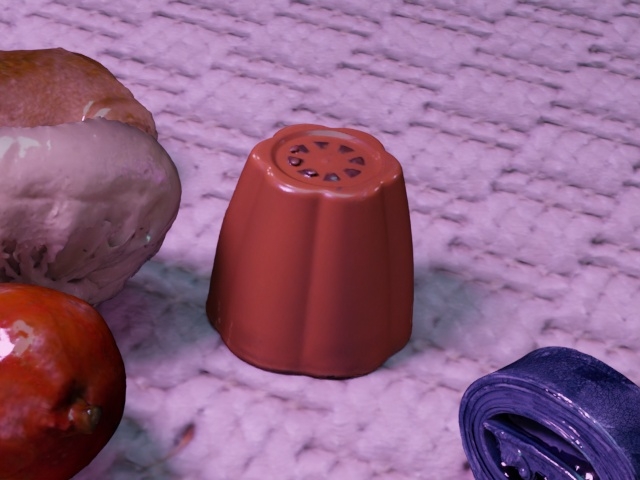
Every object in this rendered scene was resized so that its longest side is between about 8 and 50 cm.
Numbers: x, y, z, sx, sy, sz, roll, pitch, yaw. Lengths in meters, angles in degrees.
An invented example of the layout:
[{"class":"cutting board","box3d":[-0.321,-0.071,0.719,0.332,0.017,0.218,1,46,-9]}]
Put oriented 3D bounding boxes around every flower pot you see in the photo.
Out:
[{"class":"flower pot","box3d":[0.000,0.000,1.378,0.191,0.173,0.190,6,33,-4]}]

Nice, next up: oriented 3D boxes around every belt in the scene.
[{"class":"belt","box3d":[0.185,0.162,1.181,0.082,0.141,0.190,-20,40,-38]}]

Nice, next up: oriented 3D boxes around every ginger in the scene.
[{"class":"ginger","box3d":[-0.282,-0.104,1.535,0.221,0.130,0.275,23,41,9]}]

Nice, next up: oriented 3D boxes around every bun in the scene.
[{"class":"bun","box3d":[-0.257,0.002,1.307,0.287,0.287,0.146,-8,77,-21]}]

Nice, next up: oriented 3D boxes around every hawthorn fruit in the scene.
[{"class":"hawthorn fruit","box3d":[-0.220,0.106,1.162,0.169,0.169,0.188,-25,14,-39]}]
